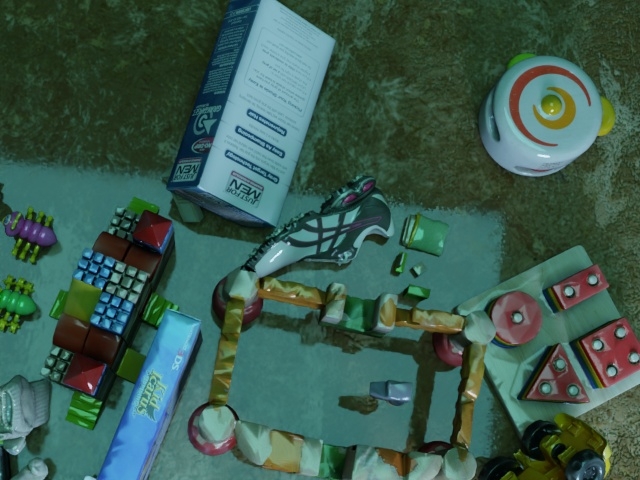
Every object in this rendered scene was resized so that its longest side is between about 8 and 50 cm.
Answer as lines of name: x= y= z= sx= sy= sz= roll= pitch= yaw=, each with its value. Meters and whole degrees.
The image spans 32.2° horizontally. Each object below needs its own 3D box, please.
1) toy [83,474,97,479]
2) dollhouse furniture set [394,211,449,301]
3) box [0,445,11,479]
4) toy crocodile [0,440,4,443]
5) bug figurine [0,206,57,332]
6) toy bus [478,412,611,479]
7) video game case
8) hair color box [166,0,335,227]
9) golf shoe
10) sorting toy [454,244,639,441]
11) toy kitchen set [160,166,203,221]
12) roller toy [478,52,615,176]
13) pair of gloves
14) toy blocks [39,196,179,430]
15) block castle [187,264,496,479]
toy: x=-0.290 y=0.478 z=1.741 sx=0.237 sy=0.056 sz=0.137 roll=26 pitch=77 yaw=-7
dollhouse furniture set: x=0.173 y=0.024 z=1.884 sx=0.076 sy=0.058 sz=0.152 roll=16 pitch=78 yaw=-4
box: x=-0.663 y=0.492 z=1.675 sx=0.394 sy=0.097 sz=0.318 roll=-7 pitch=81 yaw=-8
toy crocodile: x=-0.633 y=0.256 z=1.716 sx=0.340 sy=0.115 sz=0.105 roll=19 pitch=84 yaw=-1
bug figurine: x=-0.539 y=0.019 z=1.768 sx=0.216 sy=0.072 sz=0.279 roll=20 pitch=76 yaw=-21
toy bus: x=0.384 y=0.423 z=1.787 sx=0.220 sy=0.149 sz=0.211 roll=-41 pitch=118 yaw=-10
video game case: x=-0.256 y=0.251 z=1.693 sx=0.061 sy=0.244 sz=0.270 roll=21 pitch=77 yaw=-2
hair color box: x=-0.112 y=-0.212 z=1.837 sx=0.174 sy=0.105 sz=0.347 roll=27 pitch=73 yaw=-36
golf shoe: x=0.000 y=0.000 z=1.849 sx=0.273 sy=0.105 sz=0.120 roll=-32 pitch=93 yaw=-11
sorting toy: x=0.400 y=0.168 z=1.867 sx=0.255 sy=0.089 sz=0.257 roll=-25 pitch=83 yaw=-11
toy kitchen set: x=-0.226 y=-0.085 z=1.878 sx=0.068 sy=0.075 sz=0.083 roll=0 pitch=37 yaw=29
roller toy: x=0.381 y=-0.213 z=1.911 sx=0.209 sy=0.146 sz=0.191 roll=41 pitch=78 yaw=2
pair of gloves: x=-0.450 y=0.324 z=1.679 sx=0.042 sy=0.204 sz=0.240 roll=-2 pitch=82 yaw=10
toy blocks: x=-0.325 y=0.093 z=1.709 sx=0.190 sy=0.261 sz=0.381 roll=23 pitch=77 yaw=-2
block castle: x=0.034 y=0.226 z=1.753 sx=0.453 sy=0.213 sz=0.303 roll=11 pitch=76 yaw=-5
